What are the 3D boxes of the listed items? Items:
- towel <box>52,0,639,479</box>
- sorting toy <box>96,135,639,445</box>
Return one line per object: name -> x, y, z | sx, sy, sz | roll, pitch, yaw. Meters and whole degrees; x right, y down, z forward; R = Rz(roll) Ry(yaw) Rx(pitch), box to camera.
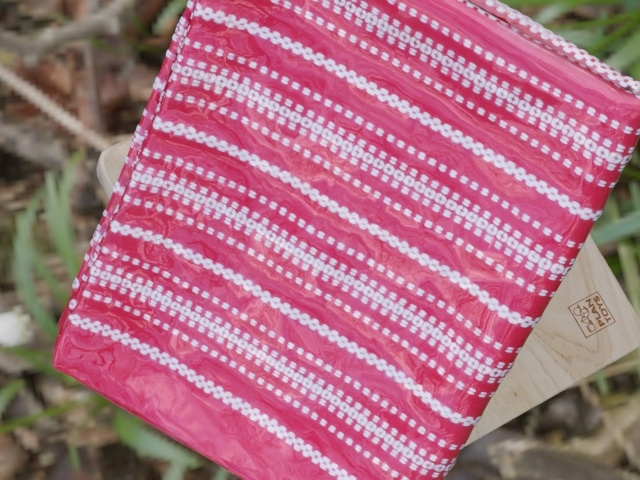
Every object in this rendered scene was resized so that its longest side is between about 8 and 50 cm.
towel -> 0.000, 0.000, 0.829 | 0.199, 0.031, 0.275 | 32, 124, 9
sorting toy -> 0.025, 0.017, 1.198 | 0.257, 0.255, 0.089 | 60, 159, 7
